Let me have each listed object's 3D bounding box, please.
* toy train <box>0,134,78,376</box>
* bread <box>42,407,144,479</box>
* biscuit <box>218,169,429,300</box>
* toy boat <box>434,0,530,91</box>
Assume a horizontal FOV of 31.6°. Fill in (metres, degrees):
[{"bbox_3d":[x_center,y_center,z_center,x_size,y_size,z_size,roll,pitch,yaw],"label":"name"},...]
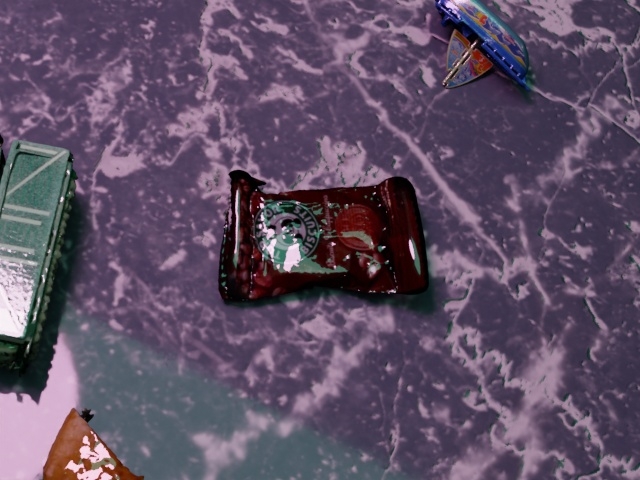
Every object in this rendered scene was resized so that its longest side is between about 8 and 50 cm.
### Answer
[{"bbox_3d":[-0.352,0.009,1.194,0.154,0.115,0.270,14,64,-14],"label":"toy train"},{"bbox_3d":[-0.191,0.298,1.084,0.134,0.129,0.260,-40,77,-22],"label":"bread"},{"bbox_3d":[0.001,-0.006,1.289,0.235,0.063,0.151,0,66,-8],"label":"biscuit"},{"bbox_3d":[0.192,-0.239,1.433,0.175,0.091,0.110,42,99,6],"label":"toy boat"}]
